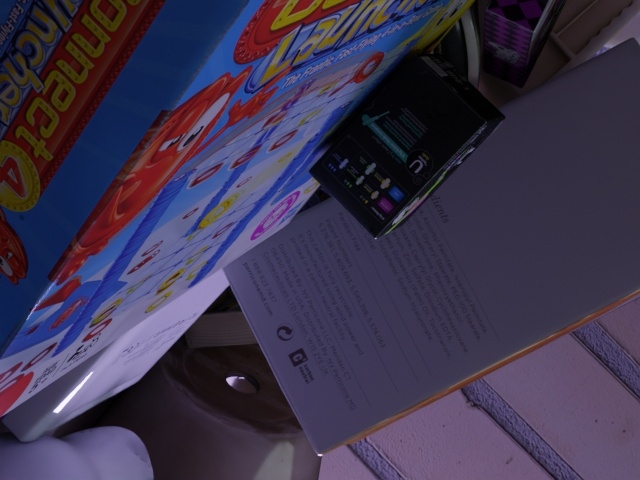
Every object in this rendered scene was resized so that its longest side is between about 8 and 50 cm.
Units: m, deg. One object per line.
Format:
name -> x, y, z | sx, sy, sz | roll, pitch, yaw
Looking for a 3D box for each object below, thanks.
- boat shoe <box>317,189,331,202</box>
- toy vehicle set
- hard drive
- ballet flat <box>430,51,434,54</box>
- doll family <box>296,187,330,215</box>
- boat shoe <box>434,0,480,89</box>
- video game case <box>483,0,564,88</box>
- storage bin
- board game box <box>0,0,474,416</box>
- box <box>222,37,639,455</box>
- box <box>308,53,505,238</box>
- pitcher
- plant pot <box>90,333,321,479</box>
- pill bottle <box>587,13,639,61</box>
boat shoe -> 0.053, -0.037, 1.439 | 0.257, 0.095, 0.095 | -38, -179, -34
toy vehicle set -> -0.014, 0.052, 1.414 | 0.166, 0.035, 0.267 | -6, -167, 27
hard drive -> -0.101, 0.018, 1.031 | 0.318, 0.040, 0.210 | -46, 173, 19
ballet flat -> 0.037, -0.121, 0.877 | 0.086, 0.086, 0.248 | -44, 171, -6
doll family -> 0.000, 0.000, 1.230 | 0.076, 0.111, 0.193 | -37, 170, -49
boat shoe -> 0.083, -0.139, 0.991 | 0.079, 0.084, 0.233 | -2, 159, 1
video game case -> 0.177, -0.226, 0.925 | 0.210, 0.042, 0.232 | -64, 173, 0
storage bin -> 0.189, -0.177, 1.227 | 0.260, 0.123, 0.262 | -41, 172, -25
board game box -> -0.042, -0.077, 0.574 | 0.302, 0.086, 0.308 | -49, 172, 37
box -> 0.125, 0.015, 1.024 | 0.345, 0.168, 0.215 | -28, 170, 4
box -> 0.045, -0.050, 0.672 | 0.083, 0.052, 0.062 | -48, 173, 18
pitcher -> -0.256, 0.217, 1.052 | 0.178, 0.125, 0.207 | -14, 179, 17
plant pot -> -0.128, 0.257, 1.401 | 0.323, 0.323, 0.280 | -33, 152, -60
pill bottle -> 0.265, -0.201, 1.517 | 0.130, 0.130, 0.245 | -39, 172, -39
